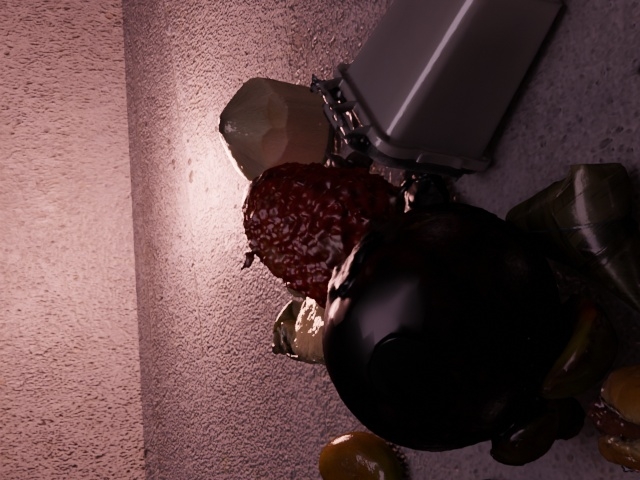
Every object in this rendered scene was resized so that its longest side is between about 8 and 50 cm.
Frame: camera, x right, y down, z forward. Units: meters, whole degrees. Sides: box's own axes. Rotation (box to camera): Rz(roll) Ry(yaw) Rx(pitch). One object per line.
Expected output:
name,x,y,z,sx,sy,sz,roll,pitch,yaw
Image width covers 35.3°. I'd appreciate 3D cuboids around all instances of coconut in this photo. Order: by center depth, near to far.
coconut,-0.110,-0.243,2.252,0.237,0.266,0.237,-17,70,53

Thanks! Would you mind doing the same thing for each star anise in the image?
star anise,0.093,-0.072,2.055,0.227,0.148,0.218,37,90,26

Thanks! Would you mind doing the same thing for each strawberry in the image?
strawberry,-0.001,0.001,1.897,0.343,0.292,0.292,2,92,18

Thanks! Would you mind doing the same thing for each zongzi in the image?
zongzi,0.384,0.026,1.487,0.221,0.112,0.242,-36,66,60

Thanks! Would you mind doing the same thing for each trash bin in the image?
trash bin,0.194,-0.308,1.676,0.367,0.296,0.256,-59,39,34

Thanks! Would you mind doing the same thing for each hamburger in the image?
hamburger,0.472,0.231,1.253,0.282,0.245,0.155,2,84,18

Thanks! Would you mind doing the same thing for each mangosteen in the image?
mangosteen,0.202,0.148,1.482,0.421,0.381,0.381,38,128,20

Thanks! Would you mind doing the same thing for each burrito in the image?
burrito,0.011,0.171,2.149,0.332,0.135,0.190,-6,75,65

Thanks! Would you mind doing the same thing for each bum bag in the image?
bum bag,0.208,-0.054,1.846,0.310,0.074,0.137,-110,22,-43

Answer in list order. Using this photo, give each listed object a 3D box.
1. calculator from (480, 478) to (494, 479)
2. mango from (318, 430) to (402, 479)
calculator,0.317,0.465,1.665,0.210,0.039,0.121,-6,83,63
mango,0.085,0.458,2.045,0.227,0.099,0.136,-5,81,54
